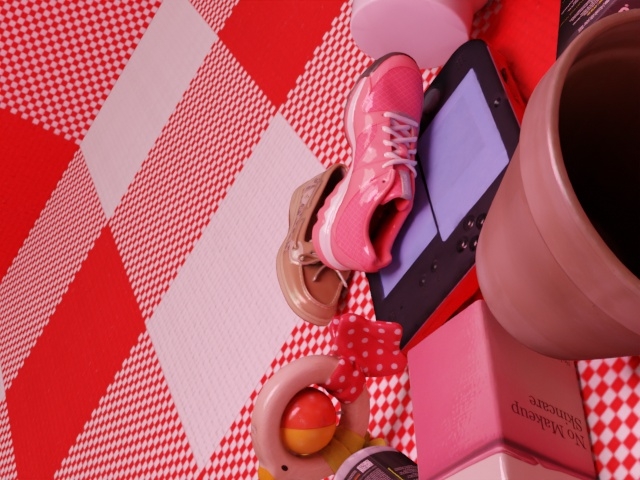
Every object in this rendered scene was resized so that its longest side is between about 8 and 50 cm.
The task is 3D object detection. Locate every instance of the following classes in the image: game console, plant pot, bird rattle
[{"bbox_3d":[0.160,-0.065,1.682,0.342,0.060,0.387,-49,29,28],"label":"game console"},{"bbox_3d":[0.297,-0.013,1.208,0.280,0.323,0.323,129,155,-58],"label":"plant pot"},{"bbox_3d":[0.012,0.215,1.547,0.143,0.206,0.254,33,123,49],"label":"bird rattle"}]

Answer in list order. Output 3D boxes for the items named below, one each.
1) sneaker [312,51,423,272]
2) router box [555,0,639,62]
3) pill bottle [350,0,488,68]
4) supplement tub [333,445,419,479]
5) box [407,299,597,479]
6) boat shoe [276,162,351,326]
[{"bbox_3d":[0.096,-0.099,1.696,0.136,0.116,0.314,20,96,57],"label":"sneaker"},{"bbox_3d":[0.356,-0.310,1.534,0.179,0.046,0.133,131,153,-58],"label":"router box"},{"bbox_3d":[0.160,-0.470,1.854,0.229,0.229,0.408,-26,46,50],"label":"pill bottle"},{"bbox_3d":[0.098,0.319,1.421,0.117,0.117,0.190,-64,27,0],"label":"supplement tub"},{"bbox_3d":[0.192,0.206,1.319,0.127,0.148,0.232,-41,36,35],"label":"box"},{"bbox_3d":[0.000,0.000,1.869,0.089,0.104,0.285,-44,33,38],"label":"boat shoe"}]
